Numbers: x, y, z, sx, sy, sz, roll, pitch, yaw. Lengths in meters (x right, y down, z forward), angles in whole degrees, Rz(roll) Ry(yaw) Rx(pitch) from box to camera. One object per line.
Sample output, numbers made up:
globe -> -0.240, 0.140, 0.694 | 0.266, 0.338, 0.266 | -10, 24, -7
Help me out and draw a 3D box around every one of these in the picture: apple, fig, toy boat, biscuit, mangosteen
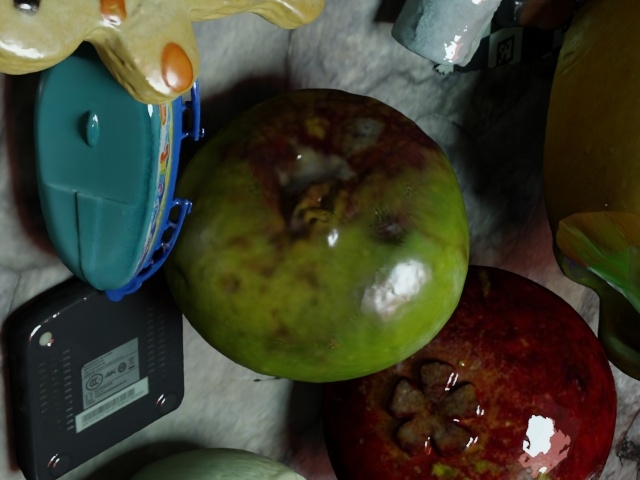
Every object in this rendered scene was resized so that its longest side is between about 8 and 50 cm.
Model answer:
apple -> 0.317, -0.045, 1.053 | 0.374, 0.384, 0.374 | 5, 77, -23
fig -> 0.000, 0.000, 0.869 | 0.181, 0.181, 0.191 | -59, 166, -4
toy boat -> -0.105, -0.043, 0.791 | 0.110, 0.091, 0.175 | -60, 161, -56
biscuit -> -0.091, -0.144, 0.702 | 0.234, 0.030, 0.153 | -24, 91, -42
mangosteen -> 0.117, 0.124, 1.075 | 0.215, 0.215, 0.257 | -65, 163, 6

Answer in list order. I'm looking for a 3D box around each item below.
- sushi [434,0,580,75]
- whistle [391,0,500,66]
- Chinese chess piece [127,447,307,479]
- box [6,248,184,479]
sushi -> 0.176, -0.248, 1.024 | 0.192, 0.043, 0.279 | -14, 124, -47
whistle -> 0.138, -0.274, 0.889 | 0.142, 0.134, 0.346 | 14, 114, -21
Chinese chess piece -> -0.066, 0.261, 0.932 | 0.250, 0.101, 0.250 | -1, 90, -73
box -> -0.133, 0.075, 0.871 | 0.126, 0.027, 0.125 | -27, 132, -39
